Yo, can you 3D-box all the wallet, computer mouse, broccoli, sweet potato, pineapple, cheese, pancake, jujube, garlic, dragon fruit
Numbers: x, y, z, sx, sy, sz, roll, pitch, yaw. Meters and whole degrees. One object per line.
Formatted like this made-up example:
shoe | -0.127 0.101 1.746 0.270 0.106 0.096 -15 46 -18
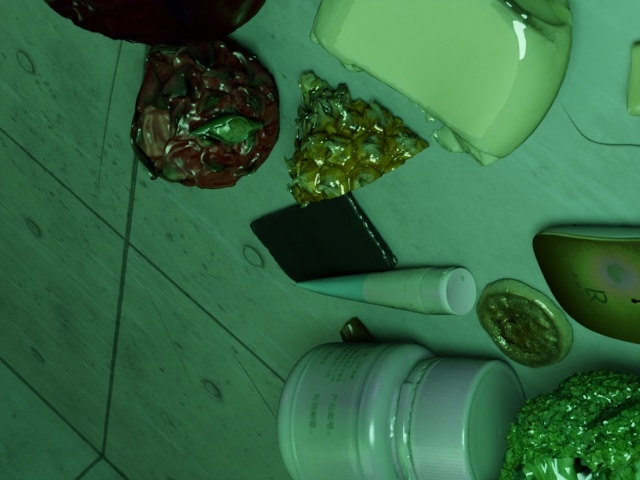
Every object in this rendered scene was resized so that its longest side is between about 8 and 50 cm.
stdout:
wallet | -0.001 0.001 1.556 0.146 0.030 0.285 53 149 -14
computer mouse | 0.380 0.048 1.123 0.310 0.072 0.158 2 129 47
broccoli | 0.376 0.313 1.196 0.414 0.310 0.320 -9 91 28
sweet potato | 0.072 0.182 1.649 0.049 0.049 0.117 -10 117 53
pineapple | 0.003 -0.134 1.311 0.250 0.140 0.164 5 127 51
cheese | 0.129 -0.208 1.028 0.266 0.127 0.233 40 124 7
pancake | 0.280 0.119 1.356 0.152 0.025 0.151 29 142 25
jujube | -0.216 -0.368 1.232 0.377 0.258 0.258 20 139 46
garlic | 0.334 -0.161 0.981 0.053 0.041 0.083 30 138 48
dragon fruit | -0.179 -0.195 1.399 0.293 0.234 0.233 33 147 43

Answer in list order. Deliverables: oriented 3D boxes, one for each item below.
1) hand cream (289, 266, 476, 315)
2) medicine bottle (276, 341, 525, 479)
hand cream | 0.091 0.078 1.477 0.312 0.111 0.070 -5 80 49
medicine bottle | 0.125 0.281 1.484 0.325 0.256 0.256 -5 123 35
